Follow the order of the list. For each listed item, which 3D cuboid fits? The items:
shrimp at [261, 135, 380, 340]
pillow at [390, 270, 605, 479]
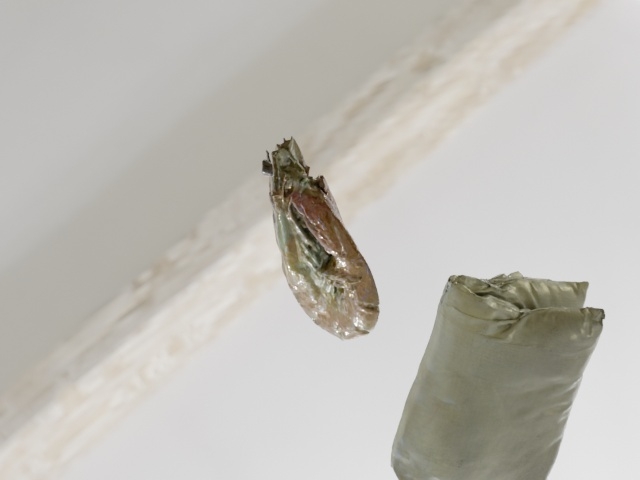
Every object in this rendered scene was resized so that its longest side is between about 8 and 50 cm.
[{"bbox_3d":[0.002,-0.001,1.551,0.115,0.217,0.051,7,-145,39],"label":"shrimp"},{"bbox_3d":[0.132,0.115,1.288,0.134,0.181,0.078,7,-162,-24],"label":"pillow"}]
